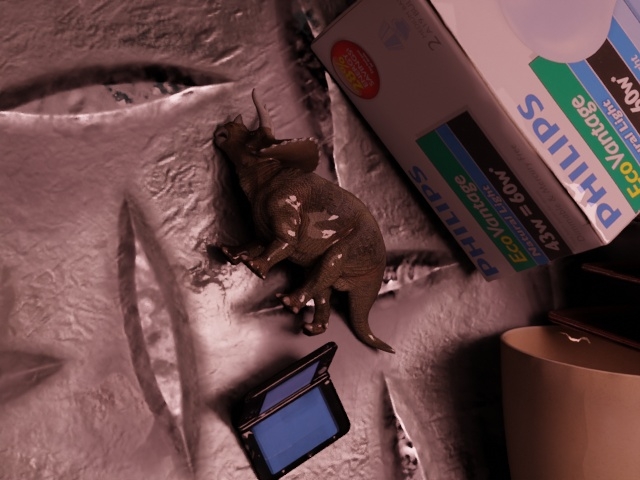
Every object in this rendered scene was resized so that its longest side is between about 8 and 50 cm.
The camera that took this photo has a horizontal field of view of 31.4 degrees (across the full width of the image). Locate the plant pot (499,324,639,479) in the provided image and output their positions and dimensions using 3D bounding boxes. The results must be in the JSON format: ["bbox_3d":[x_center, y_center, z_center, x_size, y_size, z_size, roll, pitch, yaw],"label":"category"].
[{"bbox_3d":[0.314,0.253,1.268,0.256,0.256,0.274,1,99,-28],"label":"plant pot"}]

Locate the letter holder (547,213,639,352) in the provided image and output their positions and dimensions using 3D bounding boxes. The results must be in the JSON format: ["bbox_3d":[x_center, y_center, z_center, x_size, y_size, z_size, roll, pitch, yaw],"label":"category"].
[{"bbox_3d":[0.443,0.040,1.342,0.302,0.214,0.152,1,99,-33],"label":"letter holder"}]

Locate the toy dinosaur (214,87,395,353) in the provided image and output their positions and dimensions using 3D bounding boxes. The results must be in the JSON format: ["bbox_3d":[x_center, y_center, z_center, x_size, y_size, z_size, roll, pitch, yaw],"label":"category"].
[{"bbox_3d":[0.000,0.000,1.190,0.313,0.121,0.160,43,79,-11],"label":"toy dinosaur"}]

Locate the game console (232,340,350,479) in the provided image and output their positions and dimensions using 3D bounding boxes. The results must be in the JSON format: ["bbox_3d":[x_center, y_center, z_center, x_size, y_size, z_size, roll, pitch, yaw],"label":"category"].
[{"bbox_3d":[-0.021,0.179,1.180,0.122,0.107,0.071,-30,68,-29],"label":"game console"}]

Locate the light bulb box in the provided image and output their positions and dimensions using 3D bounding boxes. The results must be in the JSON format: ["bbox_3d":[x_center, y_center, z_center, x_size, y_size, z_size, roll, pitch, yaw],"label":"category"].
[{"bbox_3d":[0.255,-0.208,1.285,0.361,0.225,0.358,-41,97,-27],"label":"light bulb box"}]
